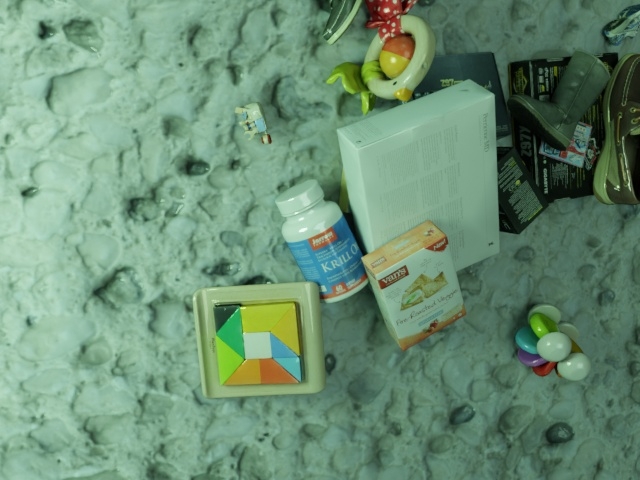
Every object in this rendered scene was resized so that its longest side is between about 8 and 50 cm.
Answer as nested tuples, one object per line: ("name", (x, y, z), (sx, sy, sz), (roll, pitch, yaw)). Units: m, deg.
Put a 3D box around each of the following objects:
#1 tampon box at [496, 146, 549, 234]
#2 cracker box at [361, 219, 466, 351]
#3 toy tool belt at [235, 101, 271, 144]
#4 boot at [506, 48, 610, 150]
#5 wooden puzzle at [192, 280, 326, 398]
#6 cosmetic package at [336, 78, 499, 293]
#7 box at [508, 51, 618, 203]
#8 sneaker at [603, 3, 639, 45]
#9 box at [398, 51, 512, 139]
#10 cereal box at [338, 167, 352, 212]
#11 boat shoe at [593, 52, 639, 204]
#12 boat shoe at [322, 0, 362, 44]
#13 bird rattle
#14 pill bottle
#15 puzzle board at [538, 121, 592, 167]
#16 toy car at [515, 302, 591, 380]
("tampon box", (0.387, -0.109, 1.609), (0.101, 0.120, 0.161), (-42, 111, -14))
("cracker box", (0.187, 0.091, 1.462), (0.156, 0.067, 0.232), (-29, 130, -8))
("toy tool belt", (-0.127, -0.216, 1.407), (0.051, 0.052, 0.083), (-14, 101, 10))
("boot", (0.507, -0.319, 1.582), (0.190, 0.076, 0.208), (34, 84, -25))
("wooden puzzle", (-0.115, 0.193, 1.421), (0.239, 0.044, 0.220), (-5, 99, 0))
("cosmetic package", (0.202, -0.087, 1.455), (0.285, 0.097, 0.377), (-21, 128, -12))
("box", (0.559, -0.254, 1.695), (0.257, 0.079, 0.321), (-11, 101, -25))
("sneaker", (0.724, -0.506, 1.758), (0.135, 0.052, 0.058), (-36, 120, -9))
("box", (0.272, -0.287, 1.542), (0.233, 0.059, 0.183), (-10, 86, -27))
("cereal box", (0.159, -0.133, 1.543), (0.240, 0.047, 0.172), (5, 95, -25))
("boat shoe", (0.698, -0.244, 1.649), (0.123, 0.123, 0.341), (10, 92, -26))
("boat shoe", (0.048, -0.482, 1.435), (0.073, 0.080, 0.223), (30, 79, -19))
("bird rattle", (0.144, -0.359, 1.433), (0.143, 0.207, 0.253), (31, 93, -43))
("pill bottle", (0.000, 0.000, 1.445), (0.124, 0.124, 0.221), (-34, 109, -17))
("puzzle board", (0.540, -0.221, 1.642), (0.128, 0.011, 0.096), (13, 91, -26))
("toy car", (0.522, 0.247, 1.721), (0.136, 0.159, 0.182), (-38, 116, 24))
